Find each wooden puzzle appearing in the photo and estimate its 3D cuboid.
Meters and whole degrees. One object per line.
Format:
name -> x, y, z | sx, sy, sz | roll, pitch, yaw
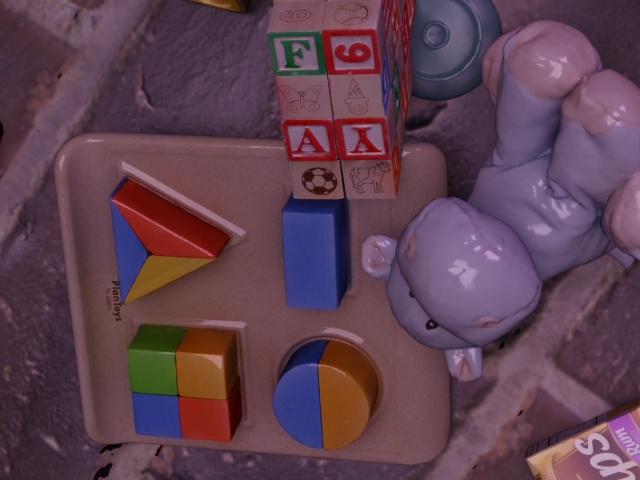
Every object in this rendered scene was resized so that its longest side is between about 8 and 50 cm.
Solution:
wooden puzzle -> -0.060, 0.065, 1.496 | 0.348, 0.080, 0.322 | 1, 115, 8

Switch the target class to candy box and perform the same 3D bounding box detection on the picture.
candy box -> 0.293, 0.204, 1.511 | 0.187, 0.053, 0.109 | -27, 90, 11

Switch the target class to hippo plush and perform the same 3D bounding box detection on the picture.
hippo plush -> 0.143, -0.031, 1.371 | 0.237, 0.294, 0.234 | -32, 88, -8

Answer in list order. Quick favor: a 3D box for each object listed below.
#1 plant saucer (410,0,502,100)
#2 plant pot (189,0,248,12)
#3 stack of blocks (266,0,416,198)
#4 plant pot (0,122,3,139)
plant saucer -> 0.107, -0.189, 1.534 | 0.119, 0.021, 0.119 | 1, 94, 9
plant pot -> -0.157, -0.343, 1.487 | 0.212, 0.212, 0.187 | 14, 83, 8
stack of blocks -> 0.029, -0.194, 1.414 | 0.087, 0.297, 0.171 | 0, 133, 10
plant pot -> -0.437, -0.052, 1.561 | 0.188, 0.167, 0.187 | 18, 96, 9
